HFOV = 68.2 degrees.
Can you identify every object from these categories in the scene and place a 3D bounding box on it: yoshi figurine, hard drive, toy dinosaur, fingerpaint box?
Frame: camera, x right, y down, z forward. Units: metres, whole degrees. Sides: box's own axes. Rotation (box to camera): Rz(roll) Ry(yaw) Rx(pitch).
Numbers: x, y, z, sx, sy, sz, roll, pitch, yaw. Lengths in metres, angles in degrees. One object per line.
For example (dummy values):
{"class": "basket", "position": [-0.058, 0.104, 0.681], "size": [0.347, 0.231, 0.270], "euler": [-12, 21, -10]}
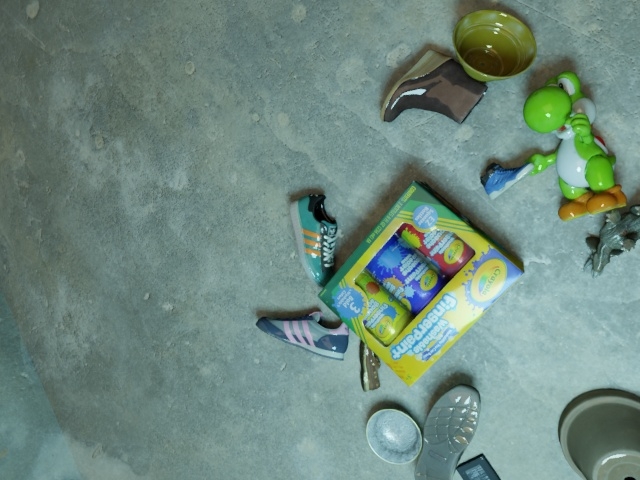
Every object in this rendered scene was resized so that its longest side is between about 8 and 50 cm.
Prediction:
{"class": "yoshi figurine", "position": [0.597, -0.232, 1.161], "size": [0.204, 0.203, 0.361], "euler": [-16, 85, 30]}
{"class": "hard drive", "position": [0.475, 0.705, 1.382], "size": [0.094, 0.022, 0.135], "euler": [-38, 80, 21]}
{"class": "toy dinosaur", "position": [0.761, -0.041, 1.136], "size": [0.314, 0.160, 0.121], "euler": [-40, 74, 16]}
{"class": "fingerpaint box", "position": [0.273, 0.117, 1.338], "size": [0.371, 0.163, 0.444], "euler": [44, 109, 14]}

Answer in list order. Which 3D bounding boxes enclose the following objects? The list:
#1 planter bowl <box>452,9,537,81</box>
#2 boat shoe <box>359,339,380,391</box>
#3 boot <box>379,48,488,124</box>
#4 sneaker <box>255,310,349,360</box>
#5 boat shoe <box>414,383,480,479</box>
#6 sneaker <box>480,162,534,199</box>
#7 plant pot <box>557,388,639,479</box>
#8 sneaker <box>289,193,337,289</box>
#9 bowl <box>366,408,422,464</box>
{"class": "planter bowl", "position": [0.438, -0.485, 1.236], "size": [0.217, 0.090, 0.217], "euler": [1, 70, -3]}
{"class": "boat shoe", "position": [0.156, 0.381, 1.472], "size": [0.060, 0.064, 0.177], "euler": [-4, 95, -8]}
{"class": "boot", "position": [0.309, -0.387, 1.318], "size": [0.207, 0.090, 0.248], "euler": [45, 106, 15]}
{"class": "sneaker", "position": [-0.054, 0.281, 1.536], "size": [0.319, 0.112, 0.131], "euler": [16, 84, 18]}
{"class": "boat shoe", "position": [0.365, 0.554, 1.359], "size": [0.132, 0.130, 0.355], "euler": [25, 109, 22]}
{"class": "sneaker", "position": [0.487, -0.180, 1.256], "size": [0.084, 0.058, 0.152], "euler": [58, 147, 12]}
{"class": "plant pot", "position": [0.729, 0.530, 1.150], "size": [0.263, 0.229, 0.262], "euler": [3, 97, 23]}
{"class": "sneaker", "position": [0.000, 0.000, 1.472], "size": [0.121, 0.108, 0.302], "euler": [-19, 86, 27]}
{"class": "bowl", "position": [0.232, 0.582, 1.442], "size": [0.170, 0.080, 0.170], "euler": [2, 95, 23]}
